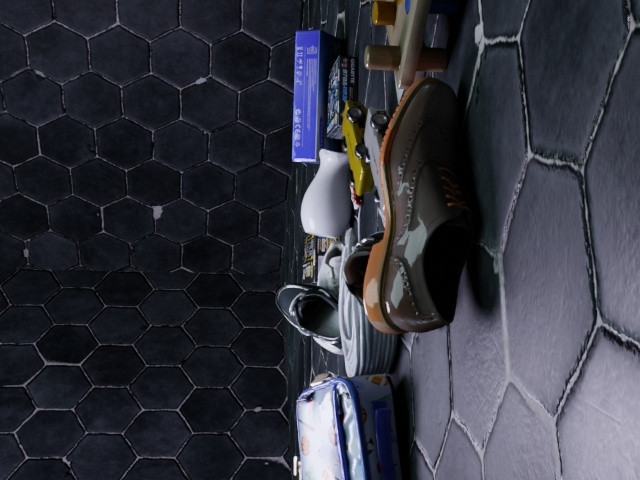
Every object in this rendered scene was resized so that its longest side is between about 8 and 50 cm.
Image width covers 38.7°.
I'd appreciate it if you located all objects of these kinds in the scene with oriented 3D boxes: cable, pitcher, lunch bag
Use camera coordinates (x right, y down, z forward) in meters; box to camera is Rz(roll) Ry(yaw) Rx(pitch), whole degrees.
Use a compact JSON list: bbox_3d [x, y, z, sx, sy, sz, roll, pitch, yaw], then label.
[{"bbox_3d":[0.090,0.136,1.751,0.257,0.089,0.257,-99,12,-56],"label":"cable"},{"bbox_3d":[0.029,-0.110,2.287,0.178,0.125,0.207,24,-103,-75],"label":"pitcher"},{"bbox_3d":[0.054,0.385,1.633,0.243,0.115,0.303,-31,64,59],"label":"lunch bag"}]

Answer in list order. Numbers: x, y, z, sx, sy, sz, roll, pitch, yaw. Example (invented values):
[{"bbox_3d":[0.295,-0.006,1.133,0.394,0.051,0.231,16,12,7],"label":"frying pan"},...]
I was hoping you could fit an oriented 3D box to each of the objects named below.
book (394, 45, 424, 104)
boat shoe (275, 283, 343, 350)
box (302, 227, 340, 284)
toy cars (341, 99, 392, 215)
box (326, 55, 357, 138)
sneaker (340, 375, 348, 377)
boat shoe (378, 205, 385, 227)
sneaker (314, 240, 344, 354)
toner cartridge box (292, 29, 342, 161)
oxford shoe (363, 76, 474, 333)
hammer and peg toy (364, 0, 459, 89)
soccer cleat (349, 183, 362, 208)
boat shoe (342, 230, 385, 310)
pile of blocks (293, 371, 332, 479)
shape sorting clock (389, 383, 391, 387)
[{"bbox_3d":[0.154,-0.311,1.563,0.144,0.035,0.096,-93,12,-46],"label":"book"},{"bbox_3d":[-0.010,0.154,1.997,0.302,0.091,0.114,19,82,47],"label":"boat shoe"},{"bbox_3d":[0.000,0.000,2.610,0.322,0.079,0.257,143,127,-82],"label":"box"},{"bbox_3d":[0.113,-0.161,1.665,0.393,0.087,0.176,-128,35,-75],"label":"toy cars"},{"bbox_3d":[0.054,-0.361,2.326,0.220,0.051,0.175,158,113,-83],"label":"box"},{"bbox_3d":[0.061,0.359,1.896,0.084,0.083,0.215,45,134,30],"label":"sneaker"},{"bbox_3d":[0.129,-0.036,1.695,0.100,0.035,0.035,-111,26,-57],"label":"boat shoe"},{"bbox_3d":[0.036,0.128,2.094,0.305,0.114,0.152,-97,10,-49],"label":"sneaker"},{"bbox_3d":[-0.007,-0.384,2.473,0.165,0.075,0.348,-6,-82,-66],"label":"toner cartridge box"},{"bbox_3d":[0.159,-0.052,1.231,0.133,0.130,0.363,-5,74,51],"label":"oxford shoe"},{"bbox_3d":[0.135,-0.429,1.309,0.361,0.127,0.266,99,170,-49],"label":"hammer and peg toy"},{"bbox_3d":[0.082,-0.112,2.128,0.035,0.029,0.083,109,157,-55],"label":"soccer cleat"},{"bbox_3d":[0.097,0.046,1.485,0.335,0.119,0.121,-132,61,-73],"label":"boat shoe"},{"bbox_3d":[0.030,0.461,1.992,0.113,0.149,0.362,-20,64,38],"label":"pile of blocks"},{"bbox_3d":[0.107,0.363,1.749,0.206,0.040,0.206,-174,90,-84],"label":"shape sorting clock"}]
